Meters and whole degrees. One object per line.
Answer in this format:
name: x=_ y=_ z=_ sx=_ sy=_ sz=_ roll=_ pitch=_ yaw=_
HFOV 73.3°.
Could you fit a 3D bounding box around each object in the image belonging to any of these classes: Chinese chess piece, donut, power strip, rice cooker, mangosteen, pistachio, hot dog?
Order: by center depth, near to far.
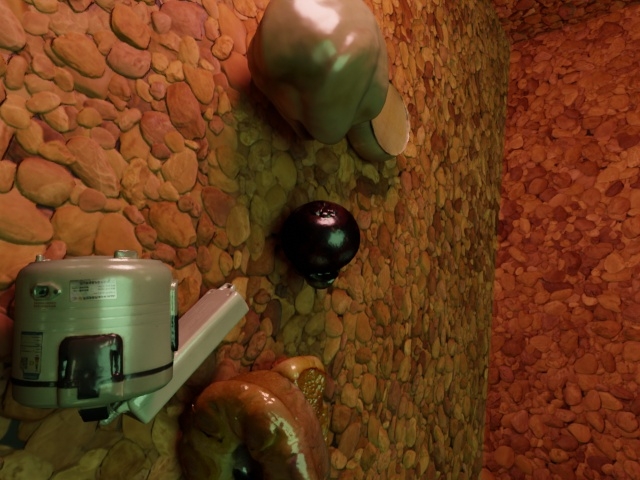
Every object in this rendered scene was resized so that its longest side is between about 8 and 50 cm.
rice cooker: x=-0.326 y=0.138 z=0.640 sx=0.226 sy=0.226 sz=0.243 roll=9 pitch=79 yaw=-49
power strip: x=-0.263 y=0.207 z=0.804 sx=0.338 sy=0.098 sz=0.058 roll=-48 pitch=125 yaw=-40
donut: x=-0.120 y=0.413 z=0.820 sx=0.150 sy=0.300 sz=0.316 roll=-12 pitch=120 yaw=-63
hot dog: x=-0.072 y=0.388 z=0.974 sx=0.150 sy=0.153 sz=0.256 roll=3 pitch=83 yaw=-45
pistachio: x=0.016 y=-0.419 z=1.041 sx=0.446 sy=0.282 sz=0.364 roll=-12 pitch=111 yaw=-50
mangosteen: x=0.000 y=0.000 z=1.068 sx=0.210 sy=0.210 sz=0.209 roll=5 pitch=83 yaw=-49
Chinese chess piece: x=0.182 y=-0.380 z=1.370 sx=0.257 sy=0.104 sz=0.256 roll=5 pitch=84 yaw=-49

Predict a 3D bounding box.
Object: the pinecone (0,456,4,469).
pinecone: x=-0.490 y=0.261 z=0.477 sx=0.212 sy=0.186 sz=0.168 roll=33 pitch=76 yaw=-25
